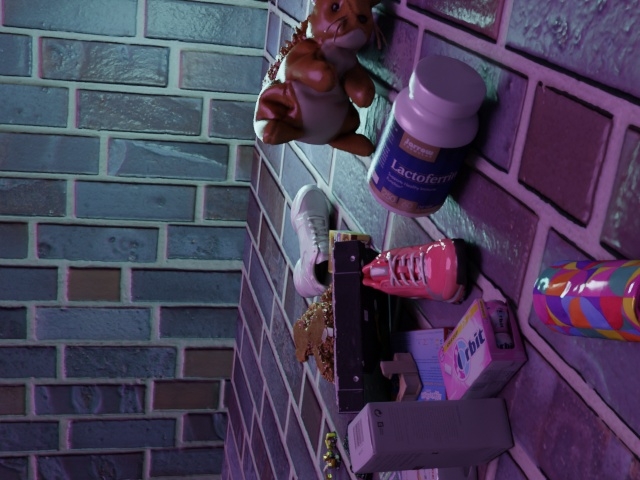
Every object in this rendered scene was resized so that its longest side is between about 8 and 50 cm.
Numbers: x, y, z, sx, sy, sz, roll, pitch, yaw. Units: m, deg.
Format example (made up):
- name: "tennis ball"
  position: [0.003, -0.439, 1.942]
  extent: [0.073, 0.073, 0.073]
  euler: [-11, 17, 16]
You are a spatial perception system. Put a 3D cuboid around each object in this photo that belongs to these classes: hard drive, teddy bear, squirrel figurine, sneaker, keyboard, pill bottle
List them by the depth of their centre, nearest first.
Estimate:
- name: "pill bottle"
  position: [0.184, -0.178, 1.502]
  extent: [0.264, 0.153, 0.153]
  euler: [108, 158, -47]
- name: "sneaker"
  position: [0.165, 0.064, 1.577]
  extent: [0.314, 0.136, 0.116]
  euler: [152, 118, -73]
- name: "hard drive"
  position: [0.087, 0.185, 1.775]
  extent: [0.237, 0.064, 0.339]
  euler: [28, -122, -69]
- name: "squirrel figurine"
  position: [-0.005, -0.430, 2.033]
  extent: [0.397, 0.281, 0.370]
  euler: [-124, 45, -61]
- name: "keyboard"
  position: [0.086, 0.509, 2.042]
  extent: [0.180, 0.023, 0.108]
  euler: [-135, 49, -71]
- name: "teddy bear"
  position: [0.046, 0.214, 2.109]
  extent: [0.338, 0.113, 0.245]
  euler: [125, 137, -51]
- name: "sneaker"
  position: [0.000, 0.000, 2.305]
  extent: [0.152, 0.114, 0.305]
  euler: [-8, 85, 61]

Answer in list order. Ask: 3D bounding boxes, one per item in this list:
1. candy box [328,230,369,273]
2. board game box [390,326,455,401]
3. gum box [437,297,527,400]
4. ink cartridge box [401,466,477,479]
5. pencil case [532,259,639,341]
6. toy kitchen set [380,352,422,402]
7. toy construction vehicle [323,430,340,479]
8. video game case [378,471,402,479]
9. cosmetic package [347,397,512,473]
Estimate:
- name: "candy box"
  position: [0.067, 0.033, 2.107]
  extent: [0.187, 0.053, 0.109]
  euler: [-167, 79, -76]
- name: "board game box"
  position: [0.194, 0.243, 1.660]
  extent: [0.281, 0.027, 0.145]
  euler: [154, 118, -73]
- name: "gum box"
  position: [0.254, 0.181, 1.374]
  extent: [0.188, 0.062, 0.107]
  euler: [112, 155, -52]
- name: "ink cartridge box"
  position: [0.204, 0.396, 1.518]
  extent: [0.175, 0.072, 0.127]
  euler: [132, 138, -68]
- name: "pencil case"
  position: [0.343, 0.068, 1.003]
  extent: [0.236, 0.104, 0.104]
  euler: [173, 98, -73]
- name: "toy kitchen set"
  position: [0.144, 0.270, 1.659]
  extent: [0.083, 0.068, 0.075]
  euler: [-105, 22, -47]
- name: "toy construction vehicle"
  position: [0.023, 0.558, 2.244]
  extent: [0.086, 0.035, 0.098]
  euler: [-109, 26, -53]
- name: "video game case"
  position: [0.157, 0.459, 1.781]
  extent: [0.190, 0.022, 0.173]
  euler: [108, 158, -46]
- name: "cosmetic package"
  position: [0.169, 0.305, 1.353]
  extent: [0.117, 0.231, 0.085]
  euler: [115, 152, -57]
